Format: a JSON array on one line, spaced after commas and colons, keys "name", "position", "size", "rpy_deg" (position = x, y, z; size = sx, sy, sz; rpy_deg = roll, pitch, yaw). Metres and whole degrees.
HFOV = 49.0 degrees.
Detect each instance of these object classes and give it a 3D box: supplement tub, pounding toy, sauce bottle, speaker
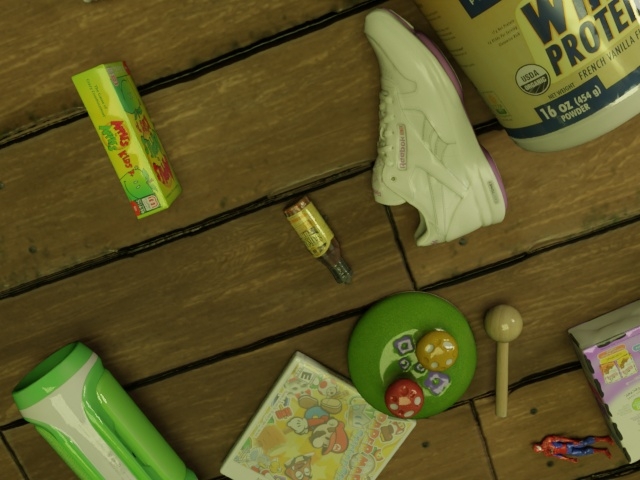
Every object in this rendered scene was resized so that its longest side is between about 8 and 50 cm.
[{"name": "supplement tub", "position": [0.224, -0.278, 0.742], "size": [0.228, 0.228, 0.316], "rpy_deg": [-38, 106, 11]}, {"name": "pounding toy", "position": [0.156, 0.170, 0.938], "size": [0.236, 0.110, 0.183], "rpy_deg": [3, 99, -2]}, {"name": "sauce bottle", "position": [0.000, 0.000, 0.934], "size": [0.042, 0.042, 0.128], "rpy_deg": [-34, 103, 10]}, {"name": "speaker", "position": [-0.290, 0.289, 0.983], "size": [0.131, 0.131, 0.297], "rpy_deg": [-32, 104, 10]}]

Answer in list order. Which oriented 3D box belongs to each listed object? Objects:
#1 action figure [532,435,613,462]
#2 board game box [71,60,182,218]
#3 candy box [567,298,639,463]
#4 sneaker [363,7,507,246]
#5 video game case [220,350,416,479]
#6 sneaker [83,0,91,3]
[{"name": "action figure", "position": [0.370, 0.306, 1.034], "size": [0.115, 0.030, 0.038], "rpy_deg": [0, 112, 3]}, {"name": "board game box", "position": [-0.235, -0.127, 0.871], "size": [0.043, 0.092, 0.181], "rpy_deg": [-20, 106, 6]}, {"name": "candy box", "position": [0.461, 0.186, 0.972], "size": [0.164, 0.070, 0.196], "rpy_deg": [-25, 105, 8]}, {"name": "sneaker", "position": [0.112, -0.127, 0.855], "size": [0.152, 0.114, 0.305], "rpy_deg": [-27, 105, 7]}, {"name": "video game case", "position": [-0.006, 0.301, 1.036], "size": [0.206, 0.026, 0.227], "rpy_deg": [30, 105, -9]}, {"name": "sneaker", "position": [-0.265, -0.361, 0.824], "size": [0.061, 0.054, 0.152], "rpy_deg": [-8, 113, -6]}]
